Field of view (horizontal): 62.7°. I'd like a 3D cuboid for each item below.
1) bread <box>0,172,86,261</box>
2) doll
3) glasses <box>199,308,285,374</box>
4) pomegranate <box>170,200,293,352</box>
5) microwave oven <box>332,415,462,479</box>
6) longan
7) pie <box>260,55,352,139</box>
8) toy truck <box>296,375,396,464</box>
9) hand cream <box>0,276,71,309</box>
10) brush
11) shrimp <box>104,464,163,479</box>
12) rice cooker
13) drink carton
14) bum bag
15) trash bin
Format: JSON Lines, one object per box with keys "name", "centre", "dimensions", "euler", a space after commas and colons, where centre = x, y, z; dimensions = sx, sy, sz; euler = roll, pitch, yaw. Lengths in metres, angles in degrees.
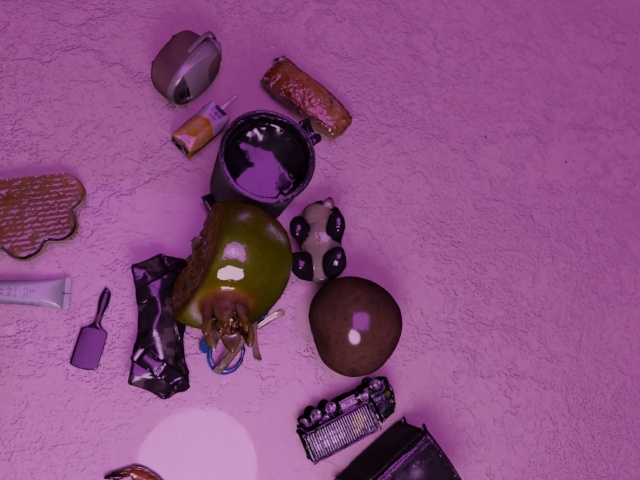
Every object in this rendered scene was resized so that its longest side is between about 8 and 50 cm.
{"name": "bread", "centre": [-0.693, -0.051, 1.216], "dimensions": [0.287, 0.056, 0.207], "euler": [-6, 78, -16]}
{"name": "doll", "centre": [-0.001, 0.002, 1.360], "dimensions": [0.144, 0.135, 0.234], "euler": [-4, 77, 9]}
{"name": "glasses", "centre": [-0.165, 0.228, 1.265], "dimensions": [0.102, 0.207, 0.239], "euler": [44, 69, -42]}
{"name": "pomegranate", "centre": [-0.175, 0.093, 1.138], "dimensions": [0.216, 0.309, 0.358], "euler": [22, 30, -31]}
{"name": "microwave oven", "centre": [0.189, 0.583, 1.270], "dimensions": [0.248, 0.188, 0.178], "euler": [-35, 90, -18]}
{"name": "longan", "centre": [0.084, 0.206, 1.303], "dimensions": [0.246, 0.215, 0.245], "euler": [4, 68, -10]}
{"name": "pie", "centre": [-0.038, -0.400, 1.462], "dimensions": [0.283, 0.068, 0.128], "euler": [38, 71, -1]}
{"name": "toy truck", "centre": [0.068, 0.439, 1.318], "dimensions": [0.259, 0.088, 0.121], "euler": [-22, 85, -17]}
{"name": "hand cream", "centre": [-0.680, 0.117, 1.193], "dimensions": [0.205, 0.050, 0.078], "euler": [4, 76, -19]}
{"name": "brush", "centre": [-0.527, 0.205, 1.234], "dimensions": [0.063, 0.016, 0.193], "euler": [16, 76, -13]}
{"name": "shrimp", "centre": [-0.445, 0.595, 1.169], "dimensions": [0.148, 0.035, 0.195], "euler": [48, 65, -5]}
{"name": "rice cooker", "centre": [-0.342, -0.446, 1.346], "dimensions": [0.127, 0.145, 0.206], "euler": [29, 70, 2]}
{"name": "drink carton", "centre": [-0.293, -0.305, 1.367], "dimensions": [0.084, 0.074, 0.200], "euler": [46, 71, -4]}
{"name": "bum bag", "centre": [-0.377, 0.199, 1.235], "dimensions": [0.144, 0.095, 0.339], "euler": [3, 81, -32]}
{"name": "trash bin", "centre": [-0.150, -0.164, 1.281], "dimensions": [0.277, 0.262, 0.217], "euler": [-31, 89, -18]}
